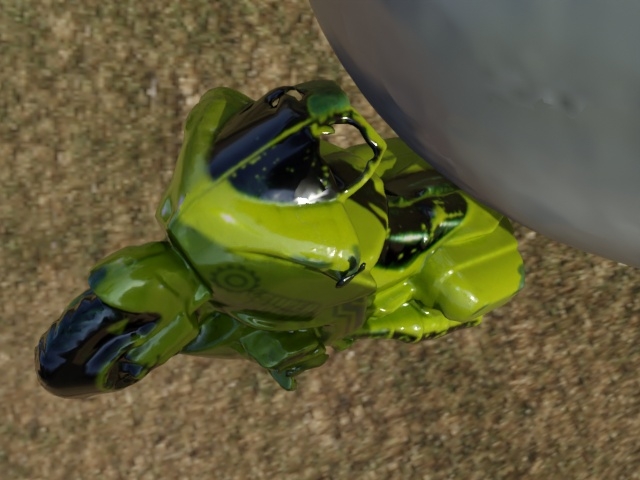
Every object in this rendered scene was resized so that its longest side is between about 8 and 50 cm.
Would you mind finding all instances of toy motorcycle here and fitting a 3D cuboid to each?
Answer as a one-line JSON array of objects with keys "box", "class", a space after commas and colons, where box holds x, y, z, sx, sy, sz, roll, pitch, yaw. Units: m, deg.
[{"box": [-0.001, -0.002, 0.744, 0.206, 0.342, 0.142, -42, 69, 32], "class": "toy motorcycle"}]

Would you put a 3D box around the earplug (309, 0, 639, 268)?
[{"box": [0.181, -0.124, 0.392, 0.394, 0.313, 0.312, 17, 103, 31], "class": "earplug"}]
